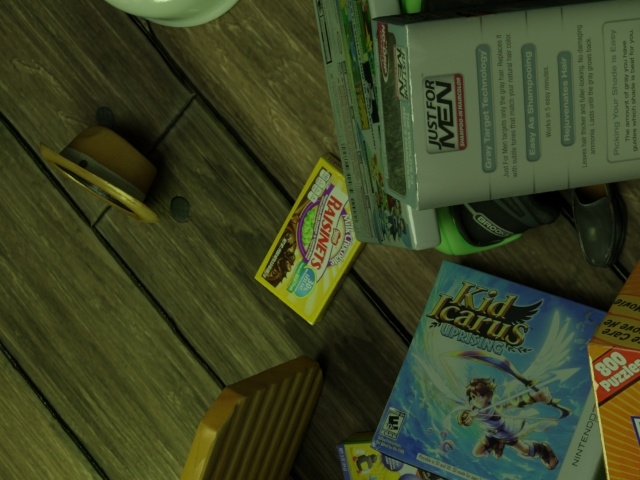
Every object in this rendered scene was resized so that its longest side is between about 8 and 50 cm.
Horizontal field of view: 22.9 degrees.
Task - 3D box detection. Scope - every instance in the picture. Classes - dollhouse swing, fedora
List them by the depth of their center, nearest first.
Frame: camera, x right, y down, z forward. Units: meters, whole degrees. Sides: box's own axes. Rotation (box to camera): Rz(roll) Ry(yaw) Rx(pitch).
[{"bbox_3d":[-0.032,0.370,1.962,0.315,0.347,0.305,41,111,16],"label":"dollhouse swing"},{"bbox_3d":[-0.282,-0.099,2.114,0.194,0.194,0.079,29,81,23],"label":"fedora"}]

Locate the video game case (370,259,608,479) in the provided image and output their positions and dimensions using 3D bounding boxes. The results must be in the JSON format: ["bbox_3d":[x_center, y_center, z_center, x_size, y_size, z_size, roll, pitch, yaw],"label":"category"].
[{"bbox_3d":[0.222,0.176,1.831,0.269,0.061,0.244,18,80,27],"label":"video game case"}]

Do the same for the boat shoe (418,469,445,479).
[{"bbox_3d":[0.208,0.246,1.887,0.207,0.073,0.073,-24,98,16],"label":"boat shoe"}]

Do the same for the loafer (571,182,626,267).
[{"bbox_3d":[0.305,-0.047,1.781,0.062,0.061,0.170,0,105,32],"label":"loafer"}]

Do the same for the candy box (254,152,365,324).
[{"bbox_3d":[0.000,0.000,2.014,0.105,0.027,0.206,38,121,14],"label":"candy box"}]

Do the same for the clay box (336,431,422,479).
[{"bbox_3d":[0.137,0.304,2.000,0.222,0.053,0.128,-9,98,34],"label":"clay box"}]

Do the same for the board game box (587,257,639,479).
[{"bbox_3d":[0.498,0.153,1.478,0.356,0.356,0.356,8,128,31],"label":"board game box"}]

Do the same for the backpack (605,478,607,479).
[{"bbox_3d":[0.318,0.342,1.853,0.115,0.152,0.182,-6,89,29],"label":"backpack"}]

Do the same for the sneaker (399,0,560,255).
[{"bbox_3d":[0.185,-0.217,1.742,0.202,0.185,0.483,-6,119,1],"label":"sneaker"}]

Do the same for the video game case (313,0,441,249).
[{"bbox_3d":[0.058,-0.156,1.788,0.036,0.300,0.329,-10,94,-10],"label":"video game case"}]

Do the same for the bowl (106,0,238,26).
[{"bbox_3d":[-0.225,-0.406,1.974,0.297,0.134,0.298,10,108,30],"label":"bowl"}]

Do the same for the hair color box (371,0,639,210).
[{"bbox_3d":[0.249,-0.153,1.610,0.113,0.374,0.185,-145,48,-69],"label":"hair color box"}]
